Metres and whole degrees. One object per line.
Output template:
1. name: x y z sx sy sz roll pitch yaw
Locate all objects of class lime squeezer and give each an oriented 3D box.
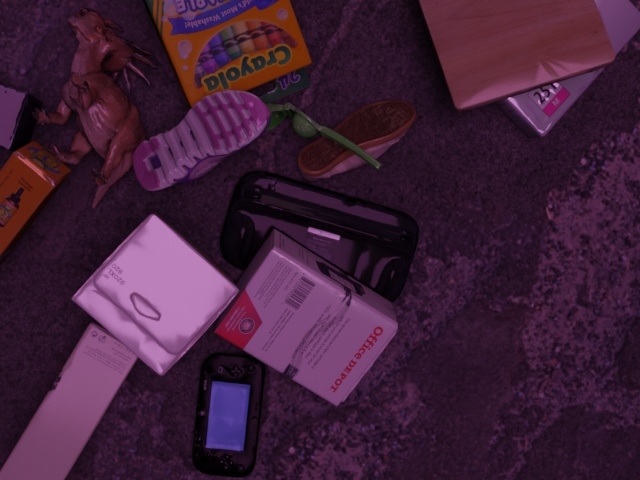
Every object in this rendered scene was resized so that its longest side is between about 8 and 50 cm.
1. lime squeezer: -0.053 -0.169 1.478 0.310 0.059 0.110 3 58 12

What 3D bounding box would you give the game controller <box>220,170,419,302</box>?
1. game controller: 0.000 0.000 1.528 0.319 0.067 0.167 16 104 -9

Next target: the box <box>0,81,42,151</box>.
1. box: -0.512 -0.198 1.383 0.158 0.156 0.093 18 90 -9

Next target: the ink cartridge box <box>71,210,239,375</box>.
1. ink cartridge box: -0.243 0.071 1.398 0.171 0.232 0.168 42 86 -9

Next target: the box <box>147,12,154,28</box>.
1. box: -0.148 -0.491 1.454 0.321 0.058 0.232 -21 107 -9

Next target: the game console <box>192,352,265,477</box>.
1. game console: -0.173 0.363 1.518 0.213 0.044 0.362 6 91 -9

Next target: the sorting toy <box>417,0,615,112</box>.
1. sorting toy: 0.299 -0.350 1.494 0.257 0.089 0.256 -17 79 2

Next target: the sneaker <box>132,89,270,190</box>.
1. sneaker: -0.171 -0.152 1.429 0.236 0.104 0.095 -26 78 22

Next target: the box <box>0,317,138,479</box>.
1. box: -0.384 0.259 1.448 0.094 0.113 0.275 32 86 -8

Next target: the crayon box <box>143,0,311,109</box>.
1. crayon box: -0.148 -0.338 1.421 0.203 0.083 0.323 -25 115 -6

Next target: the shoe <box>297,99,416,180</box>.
1. shoe: 0.059 -0.162 1.528 0.219 0.058 0.077 -28 65 -10

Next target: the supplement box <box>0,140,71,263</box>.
1. supplement box: -0.474 -0.037 1.395 0.078 0.080 0.233 41 112 -7

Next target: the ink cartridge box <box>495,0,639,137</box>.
1. ink cartridge box: 0.370 -0.352 1.561 0.239 0.060 0.275 43 86 -9

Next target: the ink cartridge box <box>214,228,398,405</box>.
1. ink cartridge box: -0.022 0.123 1.477 0.237 0.100 0.172 32 105 -12

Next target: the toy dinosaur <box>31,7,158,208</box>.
1. toy dinosaur: -0.326 -0.200 1.440 0.127 0.200 0.296 5 119 29
